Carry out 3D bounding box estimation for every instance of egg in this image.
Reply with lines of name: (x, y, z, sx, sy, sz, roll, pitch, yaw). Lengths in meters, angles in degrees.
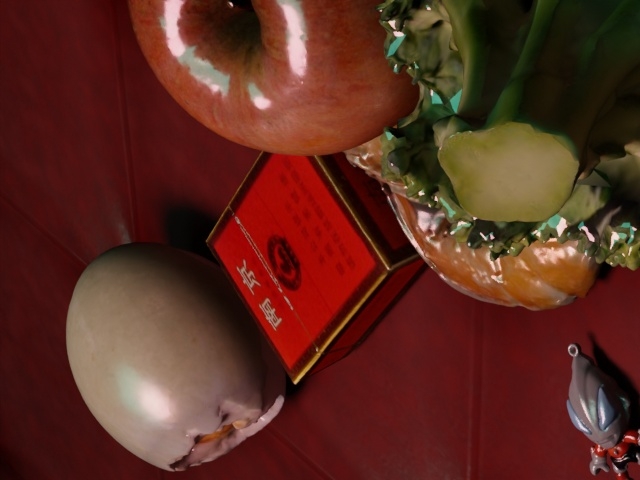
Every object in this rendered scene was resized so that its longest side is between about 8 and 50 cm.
egg: (-0.138, 0.095, 1.775, 0.217, 0.183, 0.183, 57, 151, 16)

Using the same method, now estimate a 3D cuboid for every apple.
apple: (-0.001, -0.184, 1.300, 0.253, 0.253, 0.253, 39, 143, 37)

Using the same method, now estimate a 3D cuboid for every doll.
doll: (0.202, 0.126, 1.394, 0.114, 0.039, 0.057, 61, 157, -2)

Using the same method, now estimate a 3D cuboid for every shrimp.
shrimp: (0.076, -0.041, 1.412, 0.317, 0.062, 0.164, 24, 129, 35)

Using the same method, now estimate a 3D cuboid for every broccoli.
broccoli: (0.157, -0.102, 1.100, 0.260, 0.235, 0.288, -103, 15, -49)

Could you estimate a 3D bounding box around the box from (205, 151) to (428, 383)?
box: (-0.001, 0.000, 1.586, 0.153, 0.074, 0.240, 54, 150, 11)
